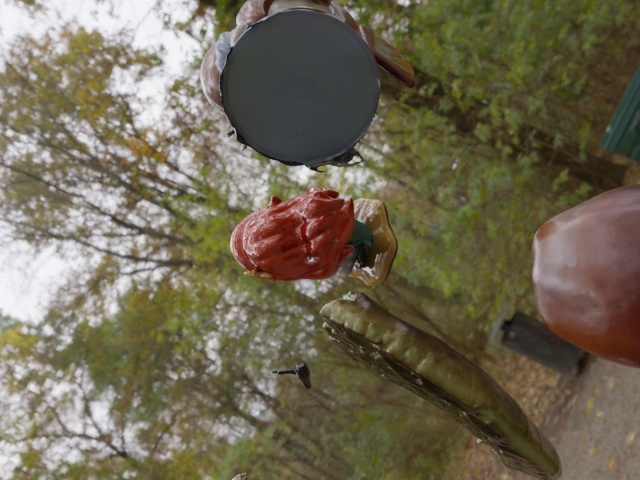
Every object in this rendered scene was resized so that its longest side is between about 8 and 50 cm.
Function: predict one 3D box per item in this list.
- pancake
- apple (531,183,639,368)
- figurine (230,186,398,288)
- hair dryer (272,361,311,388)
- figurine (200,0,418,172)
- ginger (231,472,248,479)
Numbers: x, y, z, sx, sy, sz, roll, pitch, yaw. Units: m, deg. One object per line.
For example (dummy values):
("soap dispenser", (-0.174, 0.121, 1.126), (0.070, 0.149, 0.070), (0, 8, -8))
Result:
("pancake", (0.172, 0.206, 1.077), (0.066, 0.427, 0.305), (-57, 3, -12))
("apple", (0.263, 0.031, 0.665), (0.147, 0.158, 0.155), (-13, -81, -68))
("figurine", (-0.004, -0.007, 1.335), (0.257, 0.208, 0.180), (-1, -72, -39))
("hair dryer", (-0.061, 0.290, 1.680), (0.031, 0.083, 0.079), (-74, -21, -44))
("figurine", (-0.027, -0.229, 1.077), (0.388, 0.277, 0.248), (-97, 20, -61))
("ginger", (-0.219, 0.642, 1.799), (0.213, 0.074, 0.137), (-58, 9, 25))
